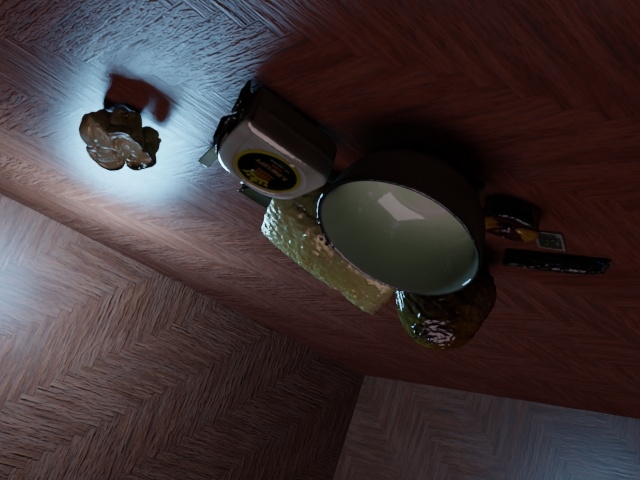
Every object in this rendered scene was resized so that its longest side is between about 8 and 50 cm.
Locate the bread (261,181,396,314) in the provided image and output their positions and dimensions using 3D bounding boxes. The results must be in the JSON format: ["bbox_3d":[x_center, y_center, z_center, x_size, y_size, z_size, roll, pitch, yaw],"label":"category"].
[{"bbox_3d":[0.050,0.000,1.653,0.375,0.165,0.236,38,144,5],"label":"bread"}]

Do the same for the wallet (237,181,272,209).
[{"bbox_3d":[-0.131,-0.109,1.898,0.198,0.031,0.110,33,158,-36],"label":"wallet"}]

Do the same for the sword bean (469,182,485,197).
[{"bbox_3d":[0.241,-0.114,1.511,0.269,0.038,0.043,5,-178,37],"label":"sword bean"}]

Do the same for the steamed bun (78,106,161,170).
[{"bbox_3d":[-0.509,-0.270,1.711,0.178,0.106,0.192,-6,139,25],"label":"steamed bun"}]

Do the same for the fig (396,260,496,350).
[{"bbox_3d":[0.264,0.126,1.798,0.369,0.286,0.286,25,162,0],"label":"fig"}]

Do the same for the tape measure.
[{"bbox_3d":[-0.124,-0.211,1.459,0.271,0.133,0.231,32,150,-31],"label":"tape measure"}]

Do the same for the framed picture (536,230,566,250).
[{"bbox_3d":[0.538,0.000,1.582,0.066,0.006,0.089,9,159,29],"label":"framed picture"}]

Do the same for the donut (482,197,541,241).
[{"bbox_3d":[0.419,-0.045,1.488,0.140,0.059,0.140,17,162,6],"label":"donut"}]

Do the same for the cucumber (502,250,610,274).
[{"bbox_3d":[0.574,0.057,1.653,0.257,0.043,0.044,5,162,34],"label":"cucumber"}]

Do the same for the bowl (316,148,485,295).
[{"bbox_3d":[0.187,-0.063,1.404,0.354,0.185,0.354,20,146,14],"label":"bowl"}]

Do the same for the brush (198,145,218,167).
[{"bbox_3d":[-0.257,-0.229,1.694,0.033,0.030,0.178,41,146,-14],"label":"brush"}]
